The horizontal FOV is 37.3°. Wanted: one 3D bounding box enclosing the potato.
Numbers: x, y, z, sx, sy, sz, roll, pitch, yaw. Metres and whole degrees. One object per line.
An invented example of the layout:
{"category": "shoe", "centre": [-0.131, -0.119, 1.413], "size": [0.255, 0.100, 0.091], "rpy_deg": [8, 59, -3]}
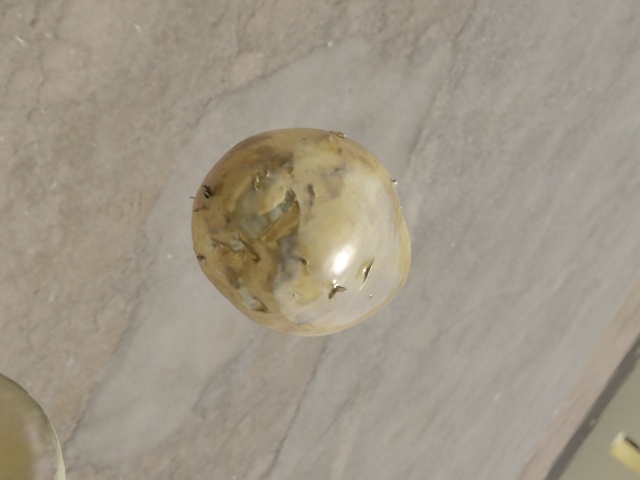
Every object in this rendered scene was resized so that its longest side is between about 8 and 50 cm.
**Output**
{"category": "potato", "centre": [-0.003, 0.004, 0.732], "size": [0.161, 0.128, 0.235], "rpy_deg": [-45, 144, -13]}

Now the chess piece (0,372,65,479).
{"category": "chess piece", "centre": [-0.218, 0.227, 0.594], "size": [0.167, 0.167, 0.300], "rpy_deg": [-38, 148, -31]}
